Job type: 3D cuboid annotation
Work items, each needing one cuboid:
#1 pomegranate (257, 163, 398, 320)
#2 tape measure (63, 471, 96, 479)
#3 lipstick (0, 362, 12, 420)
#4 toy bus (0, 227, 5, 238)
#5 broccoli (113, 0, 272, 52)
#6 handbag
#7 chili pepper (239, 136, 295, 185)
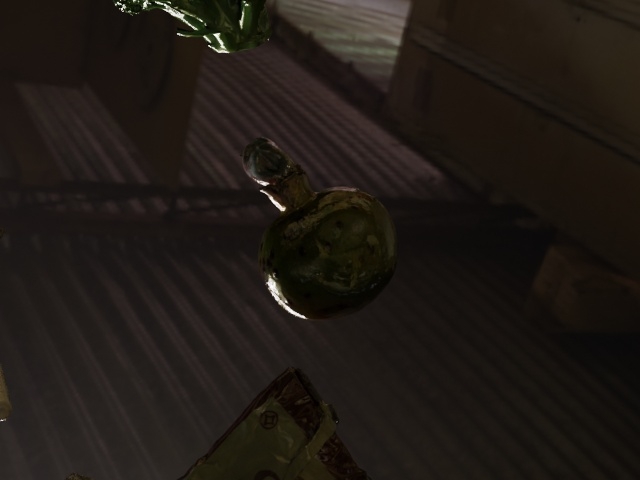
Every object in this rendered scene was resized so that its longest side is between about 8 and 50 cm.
[{"bbox_3d":[0.003,0.007,0.877,0.130,0.130,0.130,12,-159,-5],"label":"pomegranate"},{"bbox_3d":[-0.379,0.520,1.721,0.197,0.236,0.120,8,-171,33],"label":"tape measure"},{"bbox_3d":[-0.538,0.244,1.675,0.040,0.040,0.141,3,-154,-27],"label":"lipstick"},{"bbox_3d":[-0.235,-0.021,0.414,0.116,0.134,0.234,33,166,9],"label":"toy bus"},{"bbox_3d":[-0.140,-0.355,1.298,0.269,0.242,0.261,-3,-148,22],"label":"broccoli"},{"bbox_3d":[-0.043,0.269,0.951,0.213,0.235,0.127,48,-170,7],"label":"handbag"},{"bbox_3d":[-0.063,-0.092,1.230,0.041,0.050,0.153,18,-166,-27],"label":"chili pepper"}]
